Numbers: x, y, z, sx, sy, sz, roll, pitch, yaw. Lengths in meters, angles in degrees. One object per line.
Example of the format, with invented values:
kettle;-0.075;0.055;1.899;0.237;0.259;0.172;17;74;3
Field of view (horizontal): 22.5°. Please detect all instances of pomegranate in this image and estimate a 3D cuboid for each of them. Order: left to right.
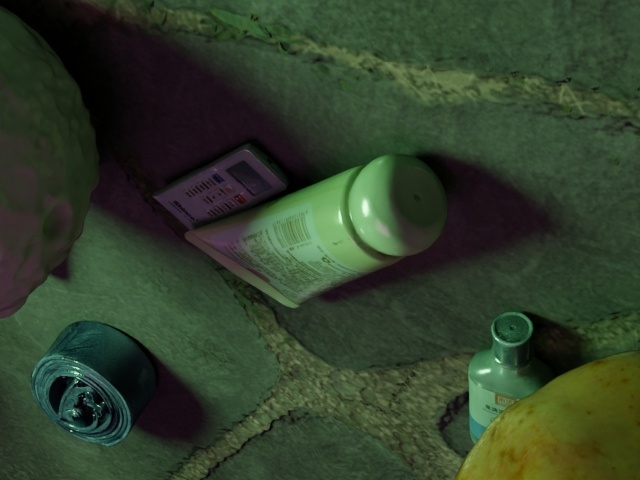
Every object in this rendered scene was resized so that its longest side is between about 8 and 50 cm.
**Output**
pomegranate;0.298;0.291;1.458;0.411;0.411;0.411;19;145;14

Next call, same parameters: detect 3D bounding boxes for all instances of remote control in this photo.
remote control;-0.100;-0.053;1.588;0.061;0.029;0.162;42;139;-23

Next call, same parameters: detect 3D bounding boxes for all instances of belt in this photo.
belt;-0.282;0.181;1.973;0.141;0.082;0.190;36;144;-2

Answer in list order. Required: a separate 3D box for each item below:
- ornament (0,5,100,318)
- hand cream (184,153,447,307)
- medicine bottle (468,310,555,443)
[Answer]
ornament;-0.382;-0.069;1.516;0.337;0.337;0.337;19;145;14
hand cream;0.000;0.000;1.532;0.147;0.093;0.306;34;148;-23
medicine bottle;0.194;0.151;1.626;0.090;0.053;0.208;16;144;19
